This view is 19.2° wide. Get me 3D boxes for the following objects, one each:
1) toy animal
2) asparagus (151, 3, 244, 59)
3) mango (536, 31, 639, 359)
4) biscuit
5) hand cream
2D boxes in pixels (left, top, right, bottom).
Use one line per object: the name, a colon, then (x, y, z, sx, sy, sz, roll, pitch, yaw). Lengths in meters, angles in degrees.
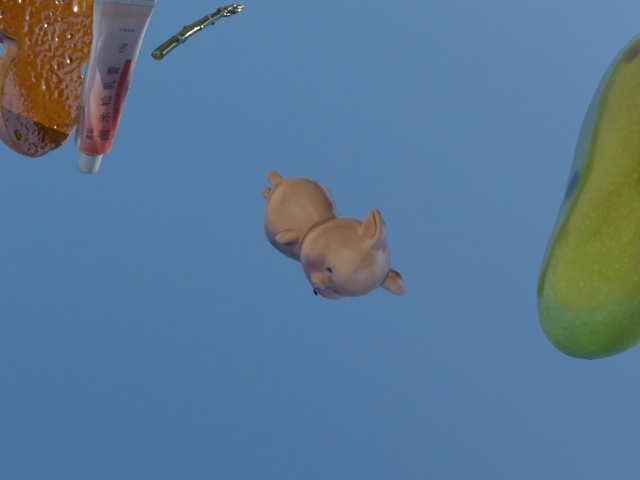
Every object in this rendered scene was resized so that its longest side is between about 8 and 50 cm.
toy animal: (0.004, -0.005, 1.586, 0.150, 0.083, 0.089, 37, -85, 22)
asparagus: (-0.116, -0.202, 1.787, 0.016, 0.016, 0.163, 0, -157, 27)
mango: (0.248, -0.045, 1.374, 0.293, 0.143, 0.175, -60, -169, -20)
biscuit: (-0.269, -0.244, 1.907, 0.049, 0.205, 0.324, 12, -87, 39)
hand cream: (-0.212, -0.154, 1.881, 0.052, 0.216, 0.038, -21, -127, -38)
